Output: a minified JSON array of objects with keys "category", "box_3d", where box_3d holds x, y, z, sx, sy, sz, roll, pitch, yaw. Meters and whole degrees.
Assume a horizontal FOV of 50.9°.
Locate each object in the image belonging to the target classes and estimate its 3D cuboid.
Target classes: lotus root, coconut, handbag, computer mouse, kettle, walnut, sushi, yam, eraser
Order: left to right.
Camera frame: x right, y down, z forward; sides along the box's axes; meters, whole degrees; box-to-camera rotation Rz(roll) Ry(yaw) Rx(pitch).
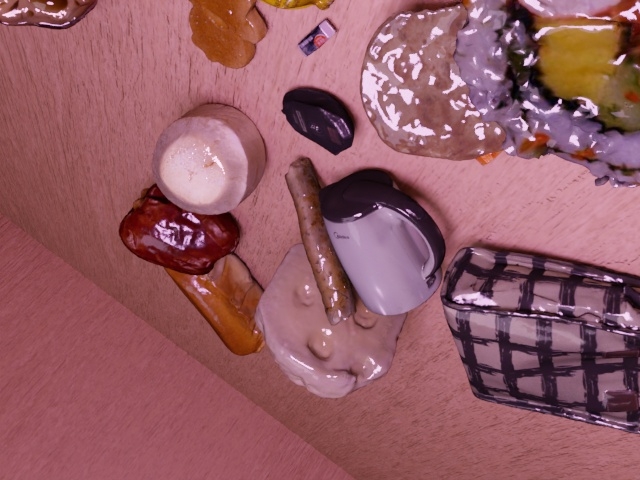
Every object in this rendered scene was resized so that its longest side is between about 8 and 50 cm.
[{"category":"lotus root","box_3d":[-0.502,-0.479,1.220,0.180,0.199,0.188,-132,42,-70]},{"category":"walnut","box_3d":[-0.340,-0.027,1.649,0.269,0.222,0.244,35,-175,-12]},{"category":"coconut","box_3d":[-0.209,-0.157,1.296,0.202,0.222,0.202,3,111,8]},{"category":"eraser","box_3d":[-0.007,-0.304,1.015,0.027,0.019,0.099,46,150,-15]},{"category":"yam","box_3d":[0.000,0.000,1.259,0.071,0.067,0.317,134,120,-78]},{"category":"computer mouse","box_3d":[0.001,-0.206,1.120,0.172,0.057,0.099,30,156,39]},{"category":"kettle","box_3d":[0.122,-0.001,1.172,0.221,0.161,0.236,10,139,46]},{"category":"handbag","box_3d":[0.391,0.170,1.120,0.327,0.162,0.325,10,144,33]},{"category":"sushi","box_3d":[0.310,-0.199,0.631,0.417,0.176,0.417,28,151,17]}]

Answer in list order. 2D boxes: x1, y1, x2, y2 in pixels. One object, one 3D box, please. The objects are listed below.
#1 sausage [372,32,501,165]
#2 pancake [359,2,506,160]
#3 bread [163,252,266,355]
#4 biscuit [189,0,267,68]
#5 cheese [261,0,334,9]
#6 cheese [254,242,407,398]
[{"category":"sausage","box_3d":[0.162,-0.204,0.914,0.234,0.071,0.071,42,152,-7]},{"category":"pancake","box_3d":[0.167,-0.201,0.850,0.236,0.042,0.222,-26,111,26]},{"category":"bread","box_3d":[-0.279,0.150,1.850,0.389,0.183,0.236,49,153,-21]},{"category":"biscuit","box_3d":[-0.156,-0.361,1.087,0.166,0.036,0.225,34,155,9]},{"category":"cheese","box_3d":[-0.086,-0.387,0.887,0.250,0.064,0.156,25,147,-16]},{"category":"cheese","box_3d":[0.037,0.145,1.334,0.115,0.326,0.318,103,150,-62]}]
